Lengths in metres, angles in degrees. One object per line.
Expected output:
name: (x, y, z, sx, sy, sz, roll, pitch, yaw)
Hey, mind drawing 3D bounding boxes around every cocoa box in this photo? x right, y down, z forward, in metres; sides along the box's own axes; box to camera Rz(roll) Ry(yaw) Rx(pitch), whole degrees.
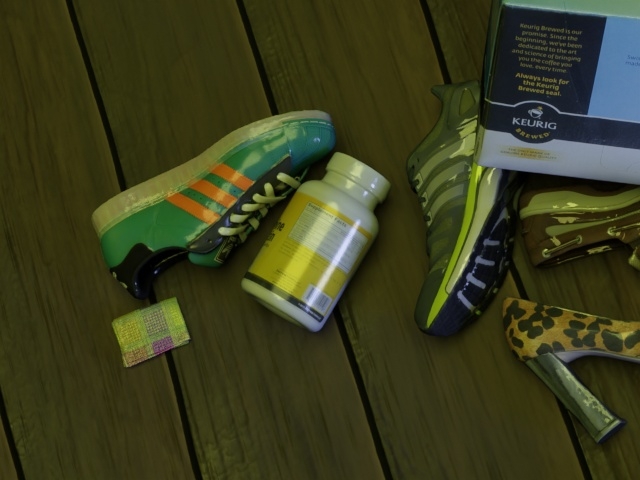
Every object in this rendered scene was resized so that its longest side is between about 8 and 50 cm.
cocoa box: (0.343, -0.209, 1.807, 0.347, 0.228, 0.231, 7, 48, 3)

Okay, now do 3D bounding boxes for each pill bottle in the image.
pill bottle: (0.000, 0.000, 1.962, 0.103, 0.103, 0.184, 29, 83, 18)

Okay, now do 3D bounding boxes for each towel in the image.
towel: (-0.192, 0.103, 2.027, 0.083, 0.009, 0.060, -23, 71, 5)

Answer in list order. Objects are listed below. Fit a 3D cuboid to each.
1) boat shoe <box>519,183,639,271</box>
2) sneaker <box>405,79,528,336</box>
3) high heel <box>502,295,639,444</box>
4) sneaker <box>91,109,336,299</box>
boat shoe: (0.341, -0.013, 1.901, 0.257, 0.095, 0.095, -6, 77, 23)
sneaker: (0.148, -0.040, 1.952, 0.121, 0.111, 0.300, 9, 74, 29)
high heel: (0.324, 0.062, 1.881, 0.261, 0.093, 0.186, -41, 70, 3)
sneaker: (-0.105, -0.036, 2.000, 0.302, 0.108, 0.121, -28, 72, 13)
